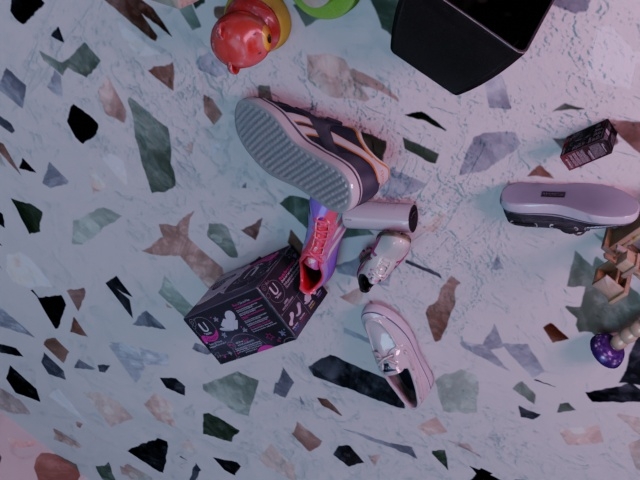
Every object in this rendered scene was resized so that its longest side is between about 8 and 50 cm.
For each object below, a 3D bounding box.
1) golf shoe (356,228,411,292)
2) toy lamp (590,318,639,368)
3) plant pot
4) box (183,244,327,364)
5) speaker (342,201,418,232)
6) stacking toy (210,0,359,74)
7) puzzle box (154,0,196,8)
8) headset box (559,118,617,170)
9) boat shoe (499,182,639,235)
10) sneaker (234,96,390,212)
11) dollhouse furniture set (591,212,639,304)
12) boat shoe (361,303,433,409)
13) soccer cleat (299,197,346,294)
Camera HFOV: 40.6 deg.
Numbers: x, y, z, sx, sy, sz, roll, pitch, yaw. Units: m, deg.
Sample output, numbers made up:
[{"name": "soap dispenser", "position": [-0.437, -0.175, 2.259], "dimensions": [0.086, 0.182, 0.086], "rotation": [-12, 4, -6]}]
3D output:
[{"name": "golf shoe", "position": [0.121, 0.041, 1.636], "dimensions": [0.067, 0.086, 0.186], "rotation": [16, 154, -10]}, {"name": "toy lamp", "position": [0.583, 0.133, 1.499], "dimensions": [0.080, 0.080, 0.275], "rotation": [34, 135, -2]}, {"name": "plant pot", "position": [0.205, -0.325, 1.244], "dimensions": [0.188, 0.187, 0.167], "rotation": [34, 147, -3]}, {"name": "box", "position": [-0.139, 0.136, 1.836], "dimensions": [0.247, 0.163, 0.142], "rotation": [-23, 111, 40]}, {"name": "speaker", "position": [0.112, -0.045, 1.618], "dimensions": [0.136, 0.055, 0.055], "rotation": [4, 129, 25]}, {"name": "stacking toy", "position": [-0.100, -0.424, 1.350], "dimensions": [0.279, 0.130, 0.309], "rotation": [-6, 125, 33]}, {"name": "puzzle box", "position": [-0.361, -0.547, 1.360], "dimensions": [0.408, 0.052, 0.272], "rotation": [25, 134, 28]}, {"name": "headset box", "position": [0.416, -0.148, 1.356], "dimensions": [0.083, 0.062, 0.032], "rotation": [-26, 112, 40]}, {"name": "boat shoe", "position": [0.413, -0.043, 1.441], "dimensions": [0.228, 0.080, 0.076], "rotation": [5, 136, 27]}, {"name": "sneaker", "position": [-0.016, -0.163, 1.551], "dimensions": [0.321, 0.127, 0.126], "rotation": [40, 135, 29]}, {"name": "dollhouse furniture set", "position": [0.538, 0.012, 1.358], "dimensions": [0.101, 0.161, 0.182], "rotation": [38, 137, -6]}, {"name": "boat shoe", "position": [0.160, 0.248, 1.826], "dimensions": [0.095, 0.084, 0.258], "rotation": [-18, 118, 39]}, {"name": "soccer cleat", "position": [0.000, 0.000, 1.690], "dimensions": [0.083, 0.095, 0.248], "rotation": [20, 135, 12]}]
